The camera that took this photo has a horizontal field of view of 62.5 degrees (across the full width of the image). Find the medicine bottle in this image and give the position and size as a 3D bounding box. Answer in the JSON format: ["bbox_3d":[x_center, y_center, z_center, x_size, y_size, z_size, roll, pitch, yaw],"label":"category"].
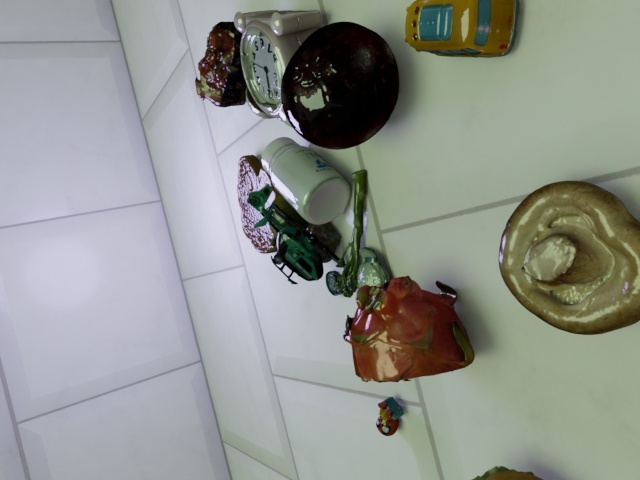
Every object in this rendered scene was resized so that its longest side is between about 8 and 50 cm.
[{"bbox_3d":[-0.054,-0.188,1.594,0.293,0.170,0.170,45,137,39],"label":"medicine bottle"}]

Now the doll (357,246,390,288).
[{"bbox_3d":[0.150,0.116,1.480,0.103,0.072,0.213,138,123,-60],"label":"doll"}]

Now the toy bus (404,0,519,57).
[{"bbox_3d":[0.263,-0.422,1.026,0.210,0.136,0.125,29,126,52],"label":"toy bus"}]

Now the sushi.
[{"bbox_3d":[-0.339,-0.620,1.875,0.343,0.182,0.196,-55,49,48],"label":"sushi"}]

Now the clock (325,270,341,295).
[{"bbox_3d":[0.046,0.138,1.713,0.085,0.017,0.085,29,126,50],"label":"clock"}]

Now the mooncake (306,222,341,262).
[{"bbox_3d":[0.000,0.000,1.680,0.125,0.073,0.129,51,143,32],"label":"mooncake"}]

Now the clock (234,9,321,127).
[{"bbox_3d":[-0.116,-0.509,1.569,0.342,0.184,0.325,36,136,53],"label":"clock"}]

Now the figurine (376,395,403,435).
[{"bbox_3d":[0.203,0.524,1.564,0.068,0.075,0.140,44,147,40],"label":"figurine"}]

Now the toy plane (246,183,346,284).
[{"bbox_3d":[-0.087,-0.001,1.593,0.155,0.106,0.381,-34,107,29],"label":"toy plane"}]

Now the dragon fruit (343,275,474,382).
[{"bbox_3d":[0.201,0.200,1.249,0.305,0.306,0.225,-21,76,59],"label":"dragon fruit"}]

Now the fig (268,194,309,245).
[{"bbox_3d":[-0.136,-0.058,1.763,0.259,0.152,0.151,-36,71,43],"label":"fig"}]

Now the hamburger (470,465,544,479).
[{"bbox_3d":[0.404,0.607,1.084,0.274,0.275,0.212,51,140,35],"label":"hamburger"}]

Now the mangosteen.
[{"bbox_3d":[0.056,-0.360,1.274,0.297,0.293,0.296,-26,47,31],"label":"mangosteen"}]

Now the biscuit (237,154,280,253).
[{"bbox_3d":[-0.222,-0.139,1.980,0.359,0.074,0.380,-14,87,57],"label":"biscuit"}]

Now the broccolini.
[{"bbox_3d":[0.083,-0.016,1.539,0.079,0.074,0.391,-131,40,-64],"label":"broccolini"}]

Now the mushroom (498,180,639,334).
[{"bbox_3d":[0.442,0.029,0.913,0.278,0.146,0.277,7,99,51],"label":"mushroom"}]
